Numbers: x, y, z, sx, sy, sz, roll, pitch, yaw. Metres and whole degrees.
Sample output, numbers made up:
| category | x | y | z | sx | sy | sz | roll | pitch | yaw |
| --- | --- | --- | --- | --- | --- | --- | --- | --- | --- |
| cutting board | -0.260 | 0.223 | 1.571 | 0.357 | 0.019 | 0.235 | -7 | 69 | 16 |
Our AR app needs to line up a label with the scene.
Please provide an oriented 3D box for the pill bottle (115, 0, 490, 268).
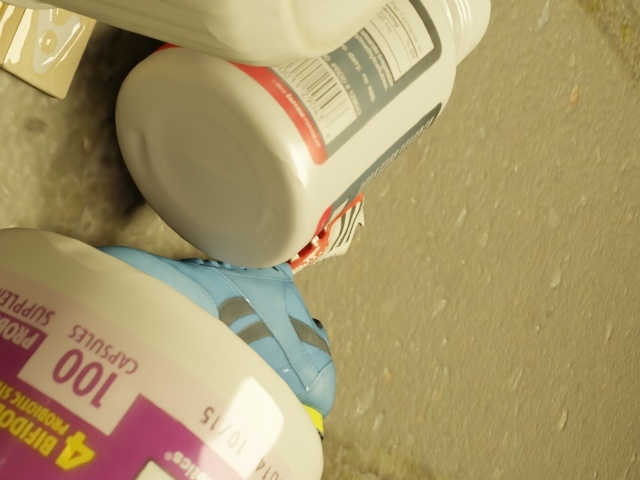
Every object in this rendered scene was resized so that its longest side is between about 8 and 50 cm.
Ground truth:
| category | x | y | z | sx | sy | sz | roll | pitch | yaw |
| --- | --- | --- | --- | --- | --- | --- | --- | --- | --- |
| pill bottle | 0.000 | -0.078 | 0.638 | 0.180 | 0.108 | 0.108 | -43 | 138 | -38 |

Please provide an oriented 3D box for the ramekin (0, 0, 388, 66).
| category | x | y | z | sx | sy | sz | roll | pitch | yaw |
| --- | --- | --- | --- | --- | --- | --- | --- | --- | --- |
| ramekin | -0.013 | -0.183 | 0.449 | 0.273 | 0.127 | 0.273 | -59 | 168 | -21 |

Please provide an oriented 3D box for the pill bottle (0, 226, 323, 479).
| category | x | y | z | sx | sy | sz | roll | pitch | yaw |
| --- | --- | --- | --- | --- | --- | --- | --- | --- | --- |
| pill bottle | -0.141 | 0.157 | 0.479 | 0.301 | 0.169 | 0.169 | -57 | 145 | -24 |

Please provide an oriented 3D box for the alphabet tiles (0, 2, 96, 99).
| category | x | y | z | sx | sy | sz | roll | pitch | yaw |
| --- | --- | --- | --- | --- | --- | --- | --- | --- | --- |
| alphabet tiles | -0.129 | -0.181 | 0.481 | 0.237 | 0.009 | 0.198 | 29 | 81 | -58 |

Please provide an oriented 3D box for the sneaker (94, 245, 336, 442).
| category | x | y | z | sx | sy | sz | roll | pitch | yaw |
| --- | --- | --- | --- | --- | --- | --- | --- | --- | --- |
| sneaker | -0.055 | 0.035 | 0.659 | 0.209 | 0.069 | 0.082 | 41 | 51 | -53 |

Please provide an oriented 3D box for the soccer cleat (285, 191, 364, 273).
| category | x | y | z | sx | sy | sz | roll | pitch | yaw |
| --- | --- | --- | --- | --- | --- | --- | --- | --- | --- |
| soccer cleat | 0.000 | 0.000 | 0.751 | 0.083 | 0.029 | 0.036 | -49 | 138 | -39 |
